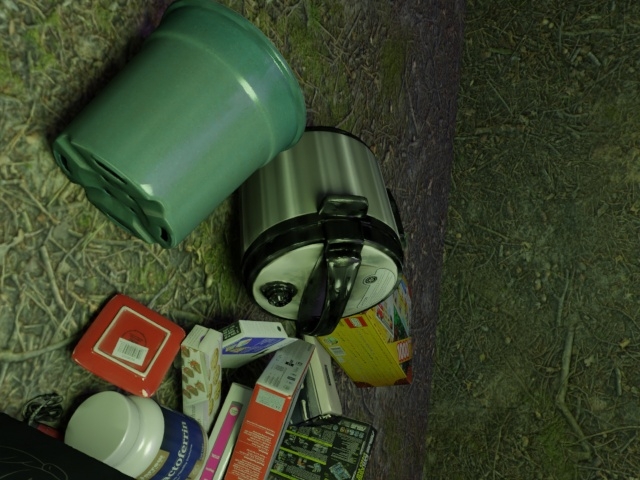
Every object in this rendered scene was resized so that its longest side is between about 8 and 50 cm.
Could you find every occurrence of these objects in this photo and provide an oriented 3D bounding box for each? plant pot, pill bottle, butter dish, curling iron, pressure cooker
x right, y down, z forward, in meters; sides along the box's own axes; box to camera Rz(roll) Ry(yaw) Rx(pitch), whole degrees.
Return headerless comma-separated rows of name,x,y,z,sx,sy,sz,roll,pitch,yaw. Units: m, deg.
plant pot,-0.256,-0.188,0.877,0.334,0.341,0.341,-55,137,-28
pill bottle,-0.335,0.379,0.916,0.153,0.153,0.265,-68,152,-25
butter dish,-0.367,0.212,0.926,0.160,0.118,0.160,33,43,-13
curling iron,-0.435,0.366,0.902,0.068,0.035,0.274,-60,139,-34
pressure cooker,-0.006,0.001,1.122,0.370,0.375,0.421,43,30,-46

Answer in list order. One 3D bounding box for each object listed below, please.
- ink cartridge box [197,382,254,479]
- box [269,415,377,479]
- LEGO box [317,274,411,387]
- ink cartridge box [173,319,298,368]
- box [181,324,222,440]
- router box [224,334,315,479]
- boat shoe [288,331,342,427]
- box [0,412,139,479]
ink cartridge box,-0.234,0.513,1.081,0.176,0.069,0.371,101,8,-64
box,0.004,0.605,1.399,0.060,0.270,0.216,53,50,-44
LEGO box,0.130,0.182,1.532,0.500,0.193,0.373,57,31,-43
ink cartridge box,-0.190,0.243,1.123,0.208,0.206,0.045,23,43,-56
box,-0.252,0.320,1.042,0.067,0.063,0.324,-59,163,-55
router box,-0.118,0.421,1.168,0.335,0.082,0.301,-40,149,-80
boat shoe,-0.053,0.379,1.435,0.127,0.158,0.341,45,27,-54
box,-0.457,0.403,0.468,0.479,0.471,0.298,11,86,-57
